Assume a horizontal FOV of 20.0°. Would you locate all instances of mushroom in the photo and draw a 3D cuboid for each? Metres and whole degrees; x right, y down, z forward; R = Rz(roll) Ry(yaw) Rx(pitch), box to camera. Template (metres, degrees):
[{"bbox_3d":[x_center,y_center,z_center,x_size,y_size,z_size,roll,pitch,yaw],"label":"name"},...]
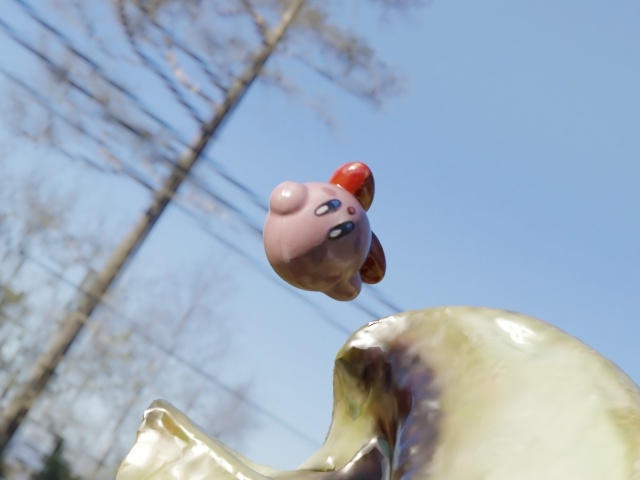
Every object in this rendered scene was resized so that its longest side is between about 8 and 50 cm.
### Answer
[{"bbox_3d":[0.065,0.167,0.864,0.292,0.212,0.217,2,-46,34],"label":"mushroom"}]

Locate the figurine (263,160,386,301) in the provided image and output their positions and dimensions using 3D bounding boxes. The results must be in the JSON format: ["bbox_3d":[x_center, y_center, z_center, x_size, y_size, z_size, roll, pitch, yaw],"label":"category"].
[{"bbox_3d":[0.000,0.000,1.113,0.067,0.071,0.083,-19,-87,43],"label":"figurine"}]
